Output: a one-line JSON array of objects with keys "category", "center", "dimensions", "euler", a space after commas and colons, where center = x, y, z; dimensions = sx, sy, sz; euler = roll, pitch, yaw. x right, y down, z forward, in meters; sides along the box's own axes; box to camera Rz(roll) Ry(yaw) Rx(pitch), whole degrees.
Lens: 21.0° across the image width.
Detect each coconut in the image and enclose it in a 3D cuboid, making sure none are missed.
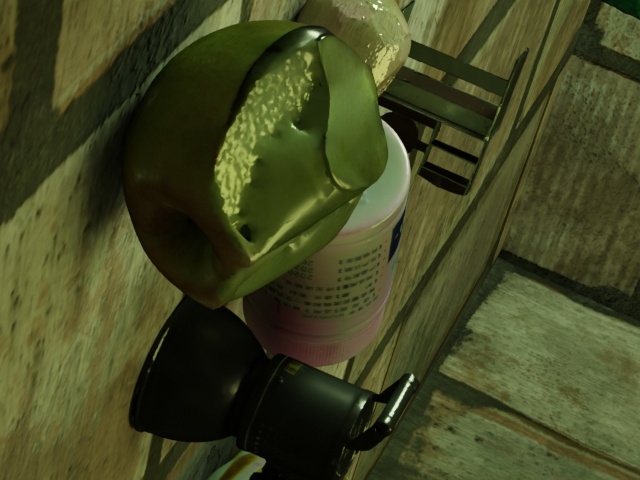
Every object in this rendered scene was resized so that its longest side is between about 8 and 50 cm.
[{"category": "coconut", "center": [0.027, -0.175, 1.527], "dimensions": [0.124, 0.110, 0.110], "euler": [-58, 168, -6]}]

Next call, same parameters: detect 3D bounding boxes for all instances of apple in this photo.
[{"category": "apple", "center": [-0.054, -0.058, 1.234], "dimensions": [0.188, 0.174, 0.207], "euler": [-30, 151, -37]}]

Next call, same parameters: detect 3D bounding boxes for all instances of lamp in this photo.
[{"category": "lamp", "center": [-0.042, 0.161, 1.598], "dimensions": [0.147, 0.227, 0.172], "euler": [-52, 163, -50]}]

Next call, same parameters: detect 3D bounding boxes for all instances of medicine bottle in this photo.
[{"category": "medicine bottle", "center": [0.000, 0.000, 1.651], "dimensions": [0.152, 0.152, 0.254], "euler": [-59, 168, -29]}]

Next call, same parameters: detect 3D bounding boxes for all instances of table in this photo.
[{"category": "table", "center": [0.136, -0.161, 1.956], "dimensions": [0.062, 0.146, 0.175], "euler": [-45, 157, -61]}]

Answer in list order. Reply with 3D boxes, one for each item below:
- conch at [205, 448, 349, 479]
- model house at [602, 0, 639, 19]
[{"category": "conch", "center": [-0.068, 0.346, 1.994], "dimensions": [0.249, 0.197, 0.368], "euler": [-30, -178, 14]}, {"category": "model house", "center": [0.383, -0.450, 2.147], "dimensions": [0.249, 0.280, 0.230], "euler": [-65, 172, 28]}]
